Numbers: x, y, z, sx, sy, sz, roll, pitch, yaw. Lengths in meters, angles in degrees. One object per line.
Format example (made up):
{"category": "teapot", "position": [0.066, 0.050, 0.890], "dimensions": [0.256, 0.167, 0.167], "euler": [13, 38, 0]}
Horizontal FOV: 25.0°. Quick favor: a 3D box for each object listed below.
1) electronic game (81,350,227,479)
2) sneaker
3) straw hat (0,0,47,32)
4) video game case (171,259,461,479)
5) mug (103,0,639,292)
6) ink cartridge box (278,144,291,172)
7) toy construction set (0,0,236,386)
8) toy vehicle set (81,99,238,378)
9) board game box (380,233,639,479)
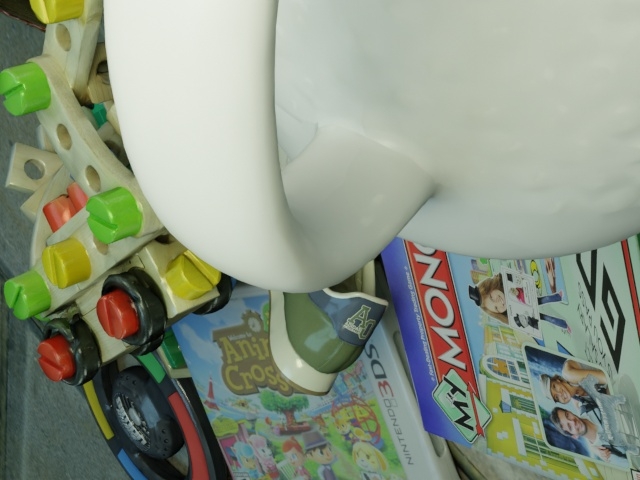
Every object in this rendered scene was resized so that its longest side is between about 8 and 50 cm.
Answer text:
{"category": "electronic game", "position": [-0.160, 0.159, 1.328], "dimensions": [0.229, 0.048, 0.229], "euler": [36, 140, 37]}
{"category": "sneaker", "position": [0.000, 0.000, 0.921], "dimensions": [0.086, 0.064, 0.192], "euler": [-49, 38, 33]}
{"category": "straw hat", "position": [-0.246, -0.210, 1.144], "dimensions": [0.144, 0.144, 0.061], "euler": [26, 93, 45]}
{"category": "video game case", "position": [-0.008, 0.116, 1.042], "dimensions": [0.212, 0.023, 0.193], "euler": [-9, 106, 44]}
{"category": "mug", "position": [0.053, -0.140, 0.455], "dimensions": [0.276, 0.374, 0.328], "euler": [22, 135, 19]}
{"category": "ink cartridge box", "position": [-0.002, -0.053, 0.886], "dimensions": [0.028, 0.083, 0.048], "euler": [43, 144, 28]}
{"category": "toy construction set", "position": [-0.145, -0.032, 0.944], "dimensions": [0.215, 0.151, 0.328], "euler": [63, 158, 4]}
{"category": "toy vehicle set", "position": [-0.127, -0.019, 1.149], "dimensions": [0.166, 0.035, 0.267], "euler": [-16, 100, 59]}
{"category": "board game box", "position": [0.107, -0.014, 0.792], "dimensions": [0.213, 0.046, 0.317], "euler": [12, 124, 52]}
